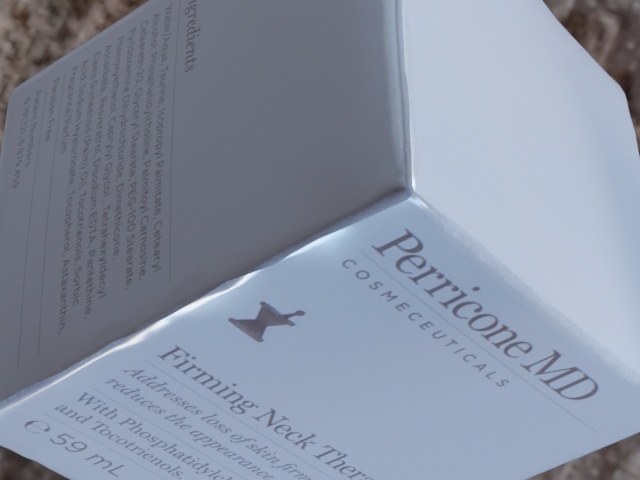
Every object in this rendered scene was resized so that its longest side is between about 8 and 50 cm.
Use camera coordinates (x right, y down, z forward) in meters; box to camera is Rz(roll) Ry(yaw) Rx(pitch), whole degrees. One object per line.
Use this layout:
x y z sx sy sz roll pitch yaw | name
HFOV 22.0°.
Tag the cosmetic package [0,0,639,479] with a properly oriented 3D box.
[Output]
0.000 0.000 1.219 0.329 0.393 0.327 37 38 -37 | cosmetic package
